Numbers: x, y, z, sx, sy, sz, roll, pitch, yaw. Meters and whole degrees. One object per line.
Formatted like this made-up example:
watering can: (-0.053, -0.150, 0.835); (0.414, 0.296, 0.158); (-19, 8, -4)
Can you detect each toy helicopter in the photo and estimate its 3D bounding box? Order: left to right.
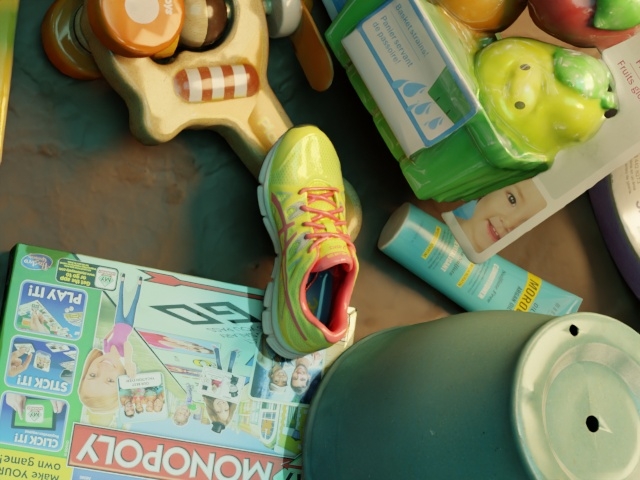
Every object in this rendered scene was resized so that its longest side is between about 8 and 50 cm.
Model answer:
toy helicopter: (-0.068, -0.143, 1.602); (0.235, 0.140, 0.355); (-42, 105, -27)

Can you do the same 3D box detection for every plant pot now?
plant pot: (0.165, 0.176, 1.494); (0.272, 0.255, 0.271); (11, 68, -30)

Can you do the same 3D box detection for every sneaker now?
sneaker: (0.000, 0.000, 1.534); (0.081, 0.094, 0.208); (-2, 89, -30)

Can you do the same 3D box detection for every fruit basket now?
fruit basket: (0.183, -0.204, 1.521); (0.165, 0.353, 0.327); (-6, 63, -54)

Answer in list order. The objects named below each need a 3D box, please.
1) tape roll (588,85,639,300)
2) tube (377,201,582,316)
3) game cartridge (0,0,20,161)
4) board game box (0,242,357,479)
tape roll: (0.354, -0.042, 1.610); (0.090, 0.275, 0.275); (-21, 87, -18)
tube: (0.151, 0.039, 1.661); (0.207, 0.052, 0.080); (32, 80, -15)
game cartridge: (-0.407, -0.235, 1.541); (0.285, 0.053, 0.323); (8, 76, -15)
board game box: (-0.135, 0.137, 1.557); (0.317, 0.046, 0.213); (11, 77, -14)
